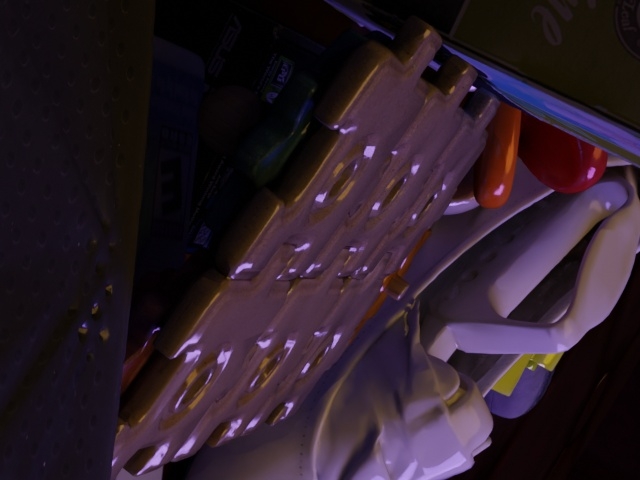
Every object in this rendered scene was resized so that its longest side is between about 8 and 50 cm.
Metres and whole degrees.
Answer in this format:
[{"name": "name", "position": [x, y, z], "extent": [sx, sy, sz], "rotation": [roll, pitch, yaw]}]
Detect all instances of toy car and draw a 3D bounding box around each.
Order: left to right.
[{"name": "toy car", "position": [0.122, -0.093, 0.812], "extent": [0.182, 0.136, 0.159], "rotation": [-50, 158, -29]}]

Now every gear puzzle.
[{"name": "gear puzzle", "position": [0.000, 0.000, 0.560], "extent": [0.175, 0.044, 0.339], "rotation": [-55, 168, 7]}]

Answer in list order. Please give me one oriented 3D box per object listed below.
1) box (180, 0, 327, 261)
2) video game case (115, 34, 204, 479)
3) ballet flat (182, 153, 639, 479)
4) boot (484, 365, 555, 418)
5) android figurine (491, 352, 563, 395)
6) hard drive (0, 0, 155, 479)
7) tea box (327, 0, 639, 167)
[{"name": "box", "position": [-0.042, -0.006, 0.661], "extent": [0.191, 0.045, 0.184], "rotation": [-62, 159, 6]}, {"name": "video game case", "position": [-0.127, 0.065, 0.394], "extent": [0.329, 0.036, 0.300], "rotation": [10, 85, -70]}, {"name": "ballet flat", "position": [0.080, 0.058, 0.857], "extent": [0.400, 0.139, 0.139], "rotation": [-44, 156, -22]}, {"name": "boot", "position": [0.133, 0.089, 1.216], "extent": [0.161, 0.083, 0.246], "rotation": [-37, 145, -36]}, {"name": "android figurine", "position": [0.129, 0.018, 1.038], "extent": [0.248, 0.056, 0.273], "rotation": [28, 93, -51]}, {"name": "hard drive", "position": [-0.101, 0.012, 0.322], "extent": [0.172, 0.054, 0.255], "rotation": [13, 82, -70]}, {"name": "tea box", "position": [0.191, -0.185, 0.576], "extent": [0.329, 0.323, 0.220], "rotation": [-62, 161, 6]}]
